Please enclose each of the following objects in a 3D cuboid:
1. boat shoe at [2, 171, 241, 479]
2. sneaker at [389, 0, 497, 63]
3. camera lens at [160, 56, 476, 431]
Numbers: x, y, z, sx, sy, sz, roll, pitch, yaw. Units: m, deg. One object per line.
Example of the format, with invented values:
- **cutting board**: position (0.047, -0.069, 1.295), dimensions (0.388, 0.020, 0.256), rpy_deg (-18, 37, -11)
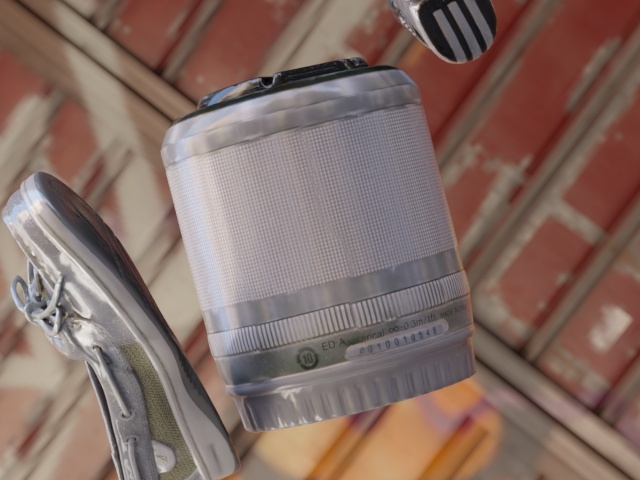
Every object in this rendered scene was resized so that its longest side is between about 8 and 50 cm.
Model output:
- **boat shoe**: position (-0.162, 0.085, 1.421), dimensions (0.103, 0.118, 0.320), rpy_deg (-30, -47, -4)
- **sneaker**: position (0.069, -0.254, 1.627), dimensions (0.086, 0.228, 0.132), rpy_deg (-24, 5, -7)
- **camera lens**: position (0.000, 0.000, 1.552), dimensions (0.219, 0.274, 0.219), rpy_deg (-14, 0, 0)
